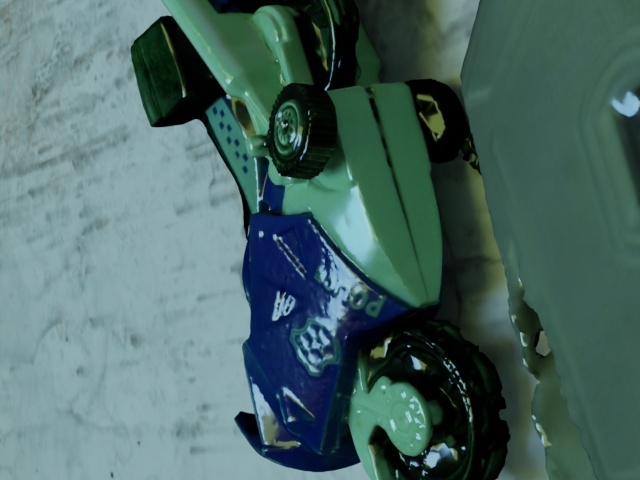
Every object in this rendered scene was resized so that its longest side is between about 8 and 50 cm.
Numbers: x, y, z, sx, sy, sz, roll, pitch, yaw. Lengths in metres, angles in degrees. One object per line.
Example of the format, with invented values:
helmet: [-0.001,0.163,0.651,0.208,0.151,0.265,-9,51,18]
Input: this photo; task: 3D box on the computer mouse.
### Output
computer mouse: [0.173,-0.044,0.597,0.228,0.145,0.429,124,143,-53]

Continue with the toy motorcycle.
toy motorcycle: [0.000,0.000,0.879,0.196,0.125,0.331,-37,68,51]
